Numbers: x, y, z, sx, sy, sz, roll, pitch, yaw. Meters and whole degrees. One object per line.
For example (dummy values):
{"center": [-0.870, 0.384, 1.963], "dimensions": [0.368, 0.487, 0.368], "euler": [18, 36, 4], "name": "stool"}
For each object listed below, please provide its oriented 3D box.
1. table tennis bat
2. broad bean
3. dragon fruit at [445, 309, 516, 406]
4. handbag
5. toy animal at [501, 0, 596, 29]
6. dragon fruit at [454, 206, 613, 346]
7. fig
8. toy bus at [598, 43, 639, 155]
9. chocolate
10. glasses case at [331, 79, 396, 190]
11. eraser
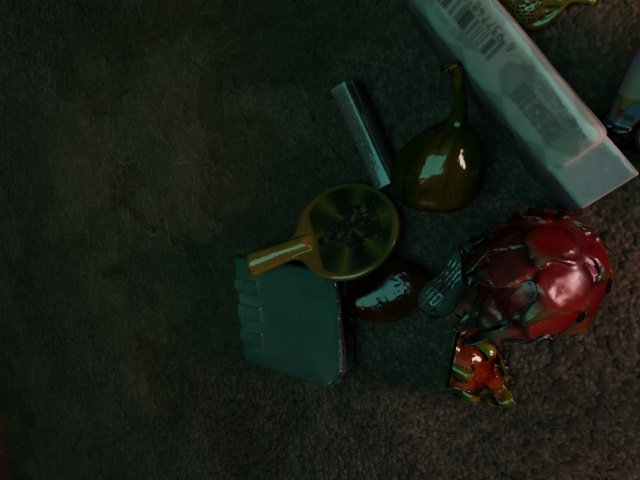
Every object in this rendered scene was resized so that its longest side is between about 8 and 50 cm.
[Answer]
{"center": [0.000, 0.000, 0.970], "dimensions": [0.321, 0.050, 0.198], "euler": [-19, 63, 14], "name": "table tennis bat"}
{"center": [0.131, 0.098, 0.956], "dimensions": [0.165, 0.084, 0.114], "euler": [-33, 100, 27], "name": "broad bean"}
{"center": [0.272, 0.220, 0.888], "dimensions": [0.175, 0.138, 0.142], "euler": [34, 142, -1], "name": "dragon fruit"}
{"center": [-0.053, 0.157, 1.080], "dimensions": [0.274, 0.100, 0.268], "euler": [3, 106, 32], "name": "handbag"}
{"center": [0.305, -0.383, 0.762], "dimensions": [0.181, 0.073, 0.136], "euler": [48, 129, 0], "name": "toy animal"}
{"center": [0.315, 0.064, 0.758], "dimensions": [0.274, 0.192, 0.193], "euler": [-48, 32, -2], "name": "dragon fruit"}
{"center": [0.200, -0.165, 0.797], "dimensions": [0.151, 0.151, 0.259], "euler": [25, 129, 25], "name": "fig"}
{"center": [0.543, -0.153, 0.546], "dimensions": [0.386, 0.171, 0.162], "euler": [29, 141, 31], "name": "toy bus"}
{"center": [0.236, 0.068, 0.875], "dimensions": [0.072, 0.072, 0.167], "euler": [43, 98, 17], "name": "chocolate"}
{"center": [0.091, -0.195, 0.926], "dimensions": [0.047, 0.071, 0.204], "euler": [-25, 86, 30], "name": "glasses case"}
{"center": [0.277, -0.223, 0.733], "dimensions": [0.082, 0.213, 0.396], "euler": [-37, 80, 16], "name": "eraser"}
